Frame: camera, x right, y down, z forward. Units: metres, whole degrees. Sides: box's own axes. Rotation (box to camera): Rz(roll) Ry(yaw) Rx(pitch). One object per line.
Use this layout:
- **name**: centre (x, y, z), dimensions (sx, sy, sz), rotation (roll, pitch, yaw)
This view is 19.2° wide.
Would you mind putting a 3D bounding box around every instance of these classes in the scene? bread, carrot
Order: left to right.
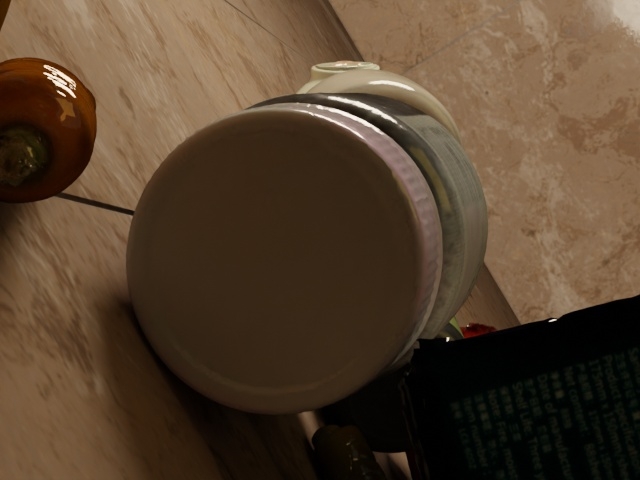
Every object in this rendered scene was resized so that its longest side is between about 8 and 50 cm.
- **carrot**: centre (-0.128, -0.062, 0.887), dimensions (0.061, 0.061, 0.257), rotation (57, 5, -10)
- **bread**: centre (0.024, 0.144, 1.106), dimensions (0.088, 0.033, 0.049), rotation (64, 4, 36)

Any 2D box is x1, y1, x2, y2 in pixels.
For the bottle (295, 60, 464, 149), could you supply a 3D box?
- **bottle**: centre (0.031, -0.081, 1.608), dimensions (0.147, 0.147, 0.236), rotation (56, 1, -15)

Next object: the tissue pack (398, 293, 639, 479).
- **tissue pack**: centre (0.222, 0.222, 0.947), dimensions (0.253, 0.264, 0.417), rotation (20, 52, -73)

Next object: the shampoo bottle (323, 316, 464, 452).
- **shampoo bottle**: centre (0.030, 0.031, 1.312), dimensions (0.101, 0.101, 0.284), rotation (54, 9, -29)

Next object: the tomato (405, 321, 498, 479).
- **tomato**: centre (0.134, 0.176, 1.351), dimensions (0.228, 0.101, 0.228), rotation (35, 31, -24)

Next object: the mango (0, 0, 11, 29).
- **mango**: centre (-0.189, -0.167, 0.621), dimensions (0.257, 0.138, 0.187), rotation (46, 25, -31)

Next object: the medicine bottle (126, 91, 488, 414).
- **medicine bottle**: centre (0.000, 0.000, 1.033), dimensions (0.165, 0.165, 0.273), rotation (59, 12, 2)
